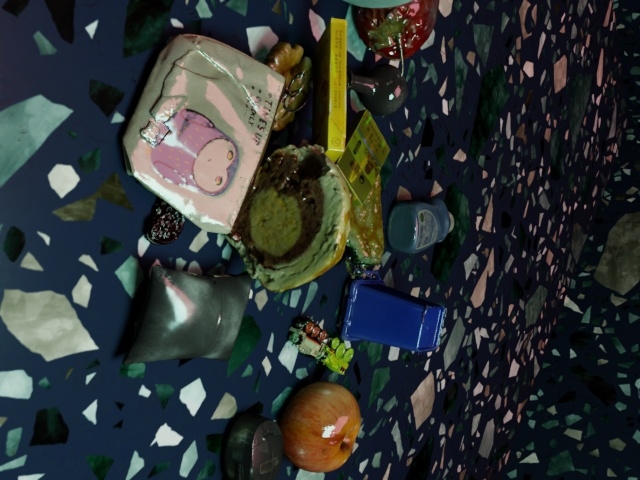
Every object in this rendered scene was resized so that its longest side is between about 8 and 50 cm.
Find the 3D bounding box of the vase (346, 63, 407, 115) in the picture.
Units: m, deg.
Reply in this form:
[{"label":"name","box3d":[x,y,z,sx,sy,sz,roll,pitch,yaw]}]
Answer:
[{"label":"vase","box3d":[0.113,-0.350,1.599,0.183,0.120,0.120,3,98,-41]}]

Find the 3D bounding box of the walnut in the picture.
[{"label":"walnut","box3d":[-0.082,-0.303,1.365,0.170,0.069,0.143,-63,144,-18]}]

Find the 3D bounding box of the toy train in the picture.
[{"label":"toy train","box3d":[0.002,0.250,1.671,0.085,0.053,0.250,-62,143,-12]}]

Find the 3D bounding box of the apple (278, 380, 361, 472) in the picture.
[{"label":"apple","box3d":[0.005,0.431,1.633,0.209,0.164,0.209,-27,124,-48]}]

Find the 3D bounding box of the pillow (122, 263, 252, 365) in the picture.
[{"label":"pillow","box3d":[-0.229,0.137,1.262,0.250,0.106,0.186,8,102,-53]}]

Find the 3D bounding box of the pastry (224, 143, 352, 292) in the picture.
[{"label":"pastry","box3d":[-0.042,-0.037,1.335,0.237,0.256,0.170,58,16,12]}]

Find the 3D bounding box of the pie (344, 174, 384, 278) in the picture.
[{"label":"pie","box3d":[0.050,-0.085,1.582,0.371,0.078,0.296,30,68,-51]}]

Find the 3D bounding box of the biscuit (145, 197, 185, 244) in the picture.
[{"label":"biscuit","box3d":[-0.270,-0.036,1.217,0.087,0.027,0.089,-31,125,-48]}]

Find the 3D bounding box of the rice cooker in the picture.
[{"label":"rice cooker","box3d":[-0.143,0.449,1.482,0.112,0.106,0.165,-3,106,-55]}]

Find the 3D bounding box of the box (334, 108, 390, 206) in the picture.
[{"label":"box","box3d":[0.087,-0.183,1.549,0.121,0.030,0.193,55,45,-32]}]

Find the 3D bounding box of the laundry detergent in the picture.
[{"label":"laundry detergent","box3d":[0.289,-0.048,1.960,0.290,0.094,0.143,-11,103,-56]}]

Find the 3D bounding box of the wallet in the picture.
[{"label":"wallet","box3d":[-0.185,-0.193,1.207,0.275,0.068,0.335,26,82,-34]}]

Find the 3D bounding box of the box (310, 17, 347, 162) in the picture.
[{"label":"box","box3d":[0.016,-0.283,1.395,0.043,0.152,0.269,3,79,-12]}]

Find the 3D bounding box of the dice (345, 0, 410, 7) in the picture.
[{"label":"dice","box3d":[0.114,-0.639,1.368,0.264,0.262,0.268,45,64,-50]}]

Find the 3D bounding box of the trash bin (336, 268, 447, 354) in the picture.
[{"label":"trash bin","box3d":[0.177,0.180,1.735,0.162,0.234,0.184,5,97,-55]}]

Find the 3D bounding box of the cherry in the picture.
[{"label":"cherry","box3d":[0.185,-0.519,1.579,0.249,0.175,0.192,-52,136,-28]}]
